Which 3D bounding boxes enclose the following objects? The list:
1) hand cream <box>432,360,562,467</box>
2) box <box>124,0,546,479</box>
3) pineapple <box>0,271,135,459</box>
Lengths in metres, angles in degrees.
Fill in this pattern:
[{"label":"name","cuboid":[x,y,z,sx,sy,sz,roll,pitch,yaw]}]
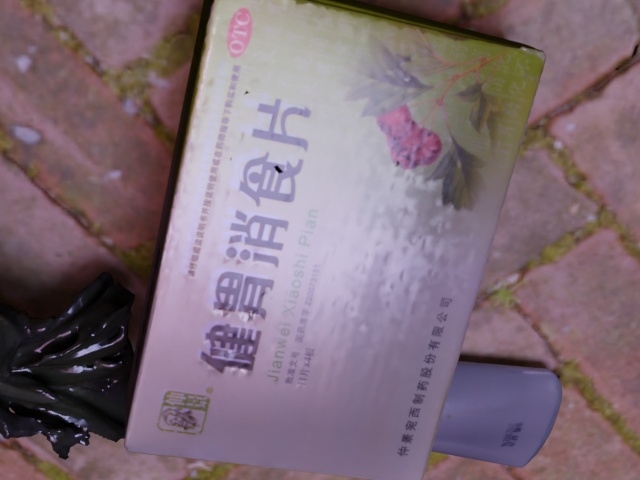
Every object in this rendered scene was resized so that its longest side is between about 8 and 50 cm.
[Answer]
[{"label":"hand cream","cuboid":[0.034,0.105,0.624,0.255,0.048,0.079,8,120,-11]},{"label":"box","cuboid":[0.000,0.001,0.525,0.175,0.062,0.260,10,107,-13]},{"label":"pineapple","cuboid":[-0.259,0.067,0.540,0.310,0.141,0.170,8,89,-15]}]
